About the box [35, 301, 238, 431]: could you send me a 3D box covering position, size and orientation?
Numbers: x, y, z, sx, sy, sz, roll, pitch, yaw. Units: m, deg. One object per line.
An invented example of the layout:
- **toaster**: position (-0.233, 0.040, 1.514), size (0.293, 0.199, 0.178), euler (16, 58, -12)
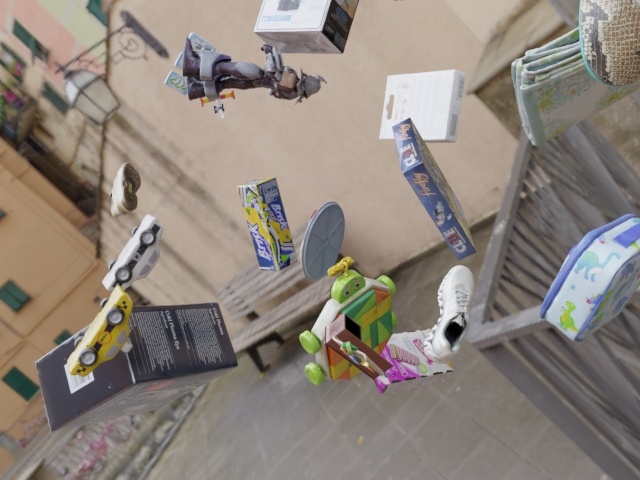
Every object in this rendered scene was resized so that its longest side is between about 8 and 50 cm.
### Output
- **box**: position (-0.437, 0.297, 1.572), size (0.343, 0.178, 0.313), euler (-32, -19, 32)

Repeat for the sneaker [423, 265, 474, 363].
- **sneaker**: position (0.382, 0.201, 1.841), size (0.118, 0.110, 0.292), euler (120, 169, -68)

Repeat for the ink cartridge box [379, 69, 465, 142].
- **ink cartridge box**: position (0.264, -0.348, 1.726), size (0.225, 0.056, 0.180), euler (9, 91, 48)

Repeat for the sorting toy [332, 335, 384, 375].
- **sorting toy**: position (0.040, 0.140, 0.817), size (0.062, 0.083, 0.012), euler (27, 76, 42)

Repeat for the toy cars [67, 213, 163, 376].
- **toy cars**: position (-0.409, 0.116, 1.386), size (0.176, 0.087, 0.393), euler (-33, 33, 37)

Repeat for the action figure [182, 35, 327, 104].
- **action figure**: position (-0.128, -0.331, 1.318), size (0.185, 0.285, 0.099), euler (109, 166, -76)

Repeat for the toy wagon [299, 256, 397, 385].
- **toy wagon**: position (0.072, 0.189, 1.547), size (0.267, 0.068, 0.344), euler (-34, -41, -26)

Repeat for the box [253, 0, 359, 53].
- **box**: position (-0.004, -0.513, 1.272), size (0.169, 0.087, 0.289), euler (13, 82, 34)

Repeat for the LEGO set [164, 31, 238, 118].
- **LEGO set**: position (-0.334, -0.501, 2.043), size (0.182, 0.244, 0.060), euler (-60, 30, 4)

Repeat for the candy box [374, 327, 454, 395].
- **candy box**: position (0.253, 0.353, 1.932), size (0.234, 0.159, 0.071), euler (-4, -41, -30)

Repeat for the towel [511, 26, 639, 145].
- **towel**: position (0.580, -0.355, 1.410), size (0.321, 0.090, 0.374), euler (-26, -19, 14)

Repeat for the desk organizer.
- **desk organizer**: position (0.071, 0.193, 1.193), size (0.050, 0.130, 0.047), euler (-40, 24, 24)

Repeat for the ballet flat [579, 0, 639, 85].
- **ballet flat**: position (0.531, -0.482, 1.044), size (0.182, 0.164, 0.482), euler (-38, 31, 67)

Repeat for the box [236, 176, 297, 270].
- **box**: position (-0.098, -0.030, 1.226), size (0.059, 0.168, 0.054), euler (1, 20, 45)

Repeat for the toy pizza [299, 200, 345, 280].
- **toy pizza**: position (0.000, 0.000, 1.601), size (0.201, 0.032, 0.201), euler (-41, -40, -48)

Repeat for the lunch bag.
- **lunch bag**: position (0.451, 0.052, 1.041), size (0.219, 0.090, 0.176), euler (-19, -42, -42)

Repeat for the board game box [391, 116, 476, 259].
- **board game box**: position (0.219, -0.098, 1.266), size (0.042, 0.243, 0.165), euler (-26, 35, 18)

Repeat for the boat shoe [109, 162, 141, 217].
- **boat shoe**: position (-0.511, -0.130, 1.688), size (0.072, 0.068, 0.190), euler (-32, 35, 16)
